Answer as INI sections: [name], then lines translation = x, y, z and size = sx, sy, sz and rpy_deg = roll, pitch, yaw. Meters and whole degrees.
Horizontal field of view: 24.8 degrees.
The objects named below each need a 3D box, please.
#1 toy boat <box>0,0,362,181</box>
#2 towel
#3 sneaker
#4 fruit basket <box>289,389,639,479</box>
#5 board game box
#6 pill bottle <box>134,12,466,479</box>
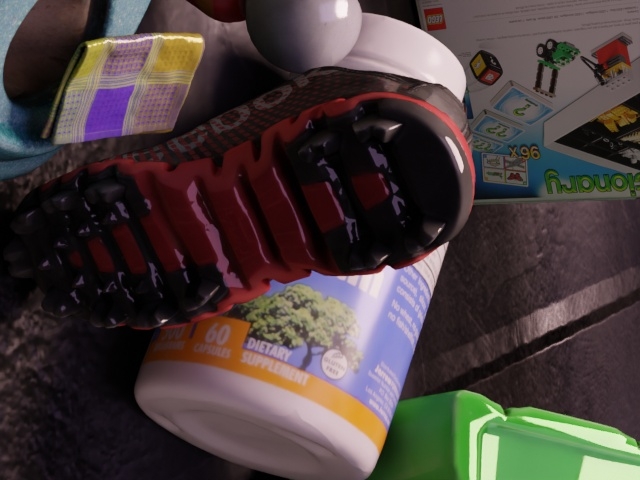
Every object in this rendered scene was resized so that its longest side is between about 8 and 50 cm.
[toy boat]
translation = -0.100, -0.142, 0.742
size = 0.318, 0.148, 0.267
rpy_deg = -10, 129, -61
[towel]
translation = -0.093, -0.073, 0.702
size = 0.083, 0.009, 0.060
rpy_deg = -10, 135, -51
[sneaker]
translation = -0.037, -0.025, 0.780
size = 0.098, 0.276, 0.135
rpy_deg = 68, 26, -16
[fruit basket]
translation = 0.091, 0.309, 0.959
size = 0.283, 0.392, 0.392
rpy_deg = 15, 77, -18
[board game box]
translation = 0.221, -0.126, 1.049
size = 0.053, 0.305, 0.193
rpy_deg = -33, 116, -49
[pill bottle]
translation = 0.000, 0.000, 0.902
size = 0.152, 0.152, 0.272
rpy_deg = 40, 60, -43
